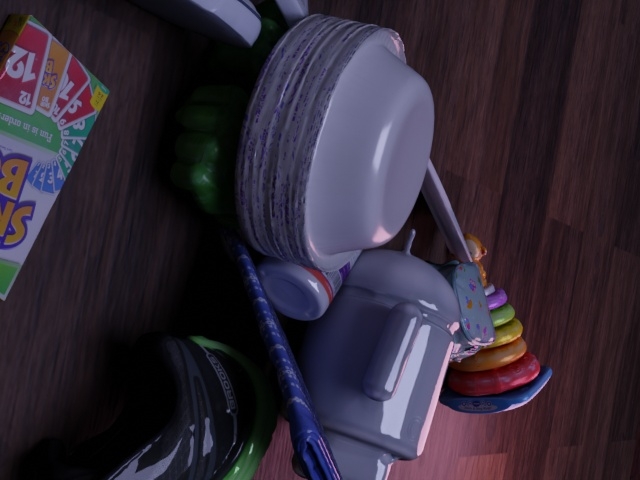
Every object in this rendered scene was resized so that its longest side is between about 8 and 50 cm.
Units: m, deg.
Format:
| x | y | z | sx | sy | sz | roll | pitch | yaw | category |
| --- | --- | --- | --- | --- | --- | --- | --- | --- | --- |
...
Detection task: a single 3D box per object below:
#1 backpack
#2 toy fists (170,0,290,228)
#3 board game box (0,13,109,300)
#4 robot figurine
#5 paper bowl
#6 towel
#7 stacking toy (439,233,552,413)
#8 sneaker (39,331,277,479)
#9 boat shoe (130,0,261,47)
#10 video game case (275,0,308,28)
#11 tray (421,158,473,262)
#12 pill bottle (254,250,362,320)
| x | y | z | sx | sy | sz | roll | pitch | yaw | category |
| --- | --- | --- | --- | --- | --- | --- | --- | --- | --- |
| 0.177 | 0.111 | 1.615 | 0.188 | 0.144 | 0.165 | -3 | 79 | -51 | backpack |
| -0.088 | -0.156 | 1.201 | 0.279 | 0.096 | 0.142 | -66 | 154 | -25 | toy fists |
| -0.292 | -0.066 | 0.958 | 0.124 | 0.039 | 0.259 | 47 | 61 | -50 | board game box |
| 0.070 | 0.162 | 1.415 | 0.300 | 0.200 | 0.353 | 139 | -29 | -74 | robot figurine |
| 0.032 | -0.102 | 1.180 | 0.284 | 0.148 | 0.284 | 16 | 90 | -71 | paper bowl |
| -0.039 | 0.165 | 1.187 | 0.040 | 0.336 | 0.243 | -22 | 134 | -3 | towel |
| 0.280 | 0.134 | 1.807 | 0.166 | 0.175 | 0.301 | -27 | 108 | -55 | stacking toy |
| -0.226 | 0.307 | 1.057 | 0.202 | 0.185 | 0.482 | 38 | 63 | -28 | sneaker |
| -0.164 | -0.325 | 1.003 | 0.367 | 0.136 | 0.156 | 29 | 83 | -48 | boat shoe |
| -0.069 | -0.378 | 1.157 | 0.227 | 0.026 | 0.206 | 57 | 23 | -46 | video game case |
| 0.176 | -0.079 | 1.639 | 0.270 | 0.030 | 0.145 | 58 | 12 | -45 | tray |
| 0.000 | 0.000 | 1.355 | 0.193 | 0.108 | 0.108 | -57 | 140 | -33 | pill bottle |
